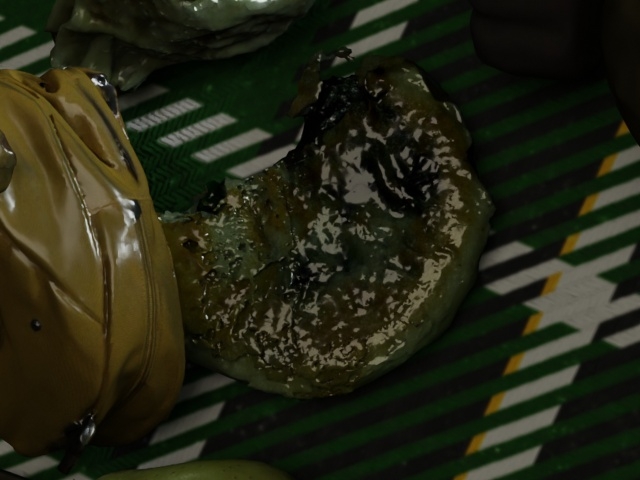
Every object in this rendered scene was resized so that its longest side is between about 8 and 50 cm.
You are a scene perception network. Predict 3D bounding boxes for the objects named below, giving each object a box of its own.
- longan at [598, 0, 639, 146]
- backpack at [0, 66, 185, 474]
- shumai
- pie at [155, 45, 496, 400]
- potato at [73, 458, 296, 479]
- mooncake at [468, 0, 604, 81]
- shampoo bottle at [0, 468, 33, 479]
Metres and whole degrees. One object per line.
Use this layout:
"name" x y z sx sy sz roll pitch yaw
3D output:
"longan" 0.445 -0.179 1.637 0.436 0.404 0.404 10 81 -5
"backpack" -0.271 0.025 1.856 0.201 0.353 0.378 -20 70 -36
"shumai" -0.141 -0.249 1.971 0.260 0.222 0.225 5 48 -13
"pie" 0.000 0.000 1.899 0.371 0.078 0.296 -41 72 4
"potato" -0.121 0.284 1.836 0.248 0.143 0.169 -10 116 -1
"mooncake" 0.218 -0.268 1.812 0.133 0.245 0.245 8 81 21
"shampoo bottle" -0.387 0.269 1.951 0.350 0.084 0.126 4 82 17
